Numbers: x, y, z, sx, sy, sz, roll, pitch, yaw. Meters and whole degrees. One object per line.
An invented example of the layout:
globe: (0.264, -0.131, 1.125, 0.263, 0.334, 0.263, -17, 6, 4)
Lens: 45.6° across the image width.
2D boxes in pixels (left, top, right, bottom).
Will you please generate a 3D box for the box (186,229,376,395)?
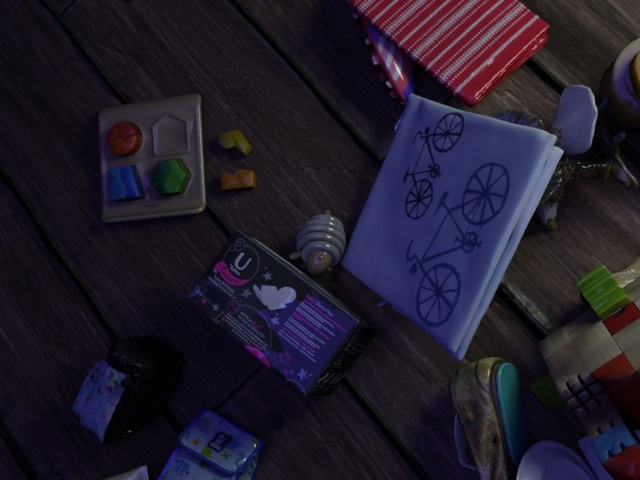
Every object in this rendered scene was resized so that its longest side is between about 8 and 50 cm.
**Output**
box: (-0.055, 0.117, 1.213, 0.247, 0.163, 0.142, 37, 90, 18)

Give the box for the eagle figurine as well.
eagle figurine: (0.296, -0.083, 1.124, 0.298, 0.226, 0.225, -20, 97, 8)

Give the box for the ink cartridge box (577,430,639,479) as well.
ink cartridge box: (0.606, 0.324, 1.041, 0.385, 0.091, 0.308, -36, 73, 27)

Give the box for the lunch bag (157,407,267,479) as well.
lunch bag: (-0.176, 0.370, 1.254, 0.129, 0.096, 0.151, 24, 75, 21)

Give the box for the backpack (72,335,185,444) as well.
backpack: (-0.336, 0.255, 1.301, 0.115, 0.152, 0.182, 37, 106, 24)

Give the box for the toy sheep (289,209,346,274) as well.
toy sheep: (0.000, 0.000, 1.255, 0.091, 0.091, 0.132, -5, 53, 16)

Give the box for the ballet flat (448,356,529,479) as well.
ballet flat: (0.262, 0.349, 1.118, 0.123, 0.123, 0.348, -14, 79, 15)

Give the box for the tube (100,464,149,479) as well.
tube: (-0.405, 0.463, 1.330, 0.240, 0.062, 0.070, -15, 122, 10)

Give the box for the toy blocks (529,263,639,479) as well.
toy blocks: (0.447, 0.143, 0.962, 0.381, 0.261, 0.191, -38, 102, 15)

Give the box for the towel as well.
towel: (0.208, -0.357, 1.230, 0.199, 0.031, 0.275, -43, 76, -13)

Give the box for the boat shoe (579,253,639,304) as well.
boat shoe: (0.474, 0.054, 1.117, 0.190, 0.068, 0.072, -5, 68, 5)

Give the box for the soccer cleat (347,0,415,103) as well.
soccer cleat: (0.118, -0.347, 1.273, 0.095, 0.083, 0.248, -24, 73, 8)

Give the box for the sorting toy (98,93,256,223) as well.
sorting toy: (-0.269, -0.155, 1.381, 0.307, 0.041, 0.229, -5, 81, 16)

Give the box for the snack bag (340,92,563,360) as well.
snack bag: (0.168, -0.038, 1.127, 0.342, 0.037, 0.323, 35, 105, 56)

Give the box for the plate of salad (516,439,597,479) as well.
plate of salad: (0.334, 0.380, 1.057, 0.048, 0.200, 0.200, -36, 70, 44)

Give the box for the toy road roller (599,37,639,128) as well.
toy road roller: (0.579, -0.189, 1.048, 0.329, 0.202, 0.241, -16, 88, 13)
